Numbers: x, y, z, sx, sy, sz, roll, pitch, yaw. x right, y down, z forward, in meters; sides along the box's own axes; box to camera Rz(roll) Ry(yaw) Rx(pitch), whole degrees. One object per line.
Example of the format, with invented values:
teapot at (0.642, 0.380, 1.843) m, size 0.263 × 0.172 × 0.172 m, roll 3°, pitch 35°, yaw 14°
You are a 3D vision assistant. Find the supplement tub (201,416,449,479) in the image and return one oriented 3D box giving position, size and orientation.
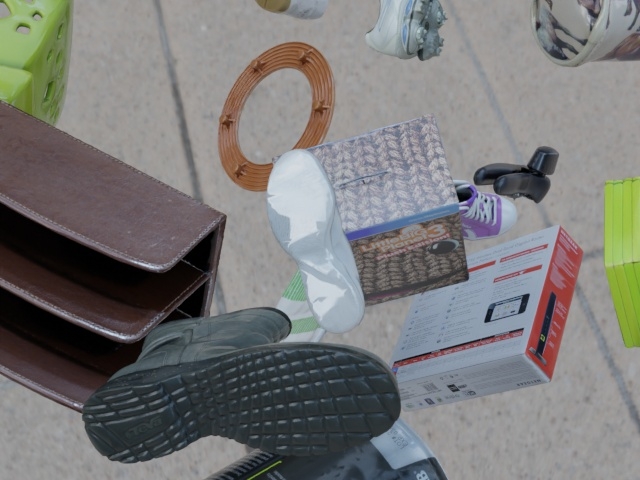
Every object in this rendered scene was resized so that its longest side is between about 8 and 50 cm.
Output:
supplement tub at (-0.045, 0.289, 0.948) m, size 0.316 × 0.194 × 0.193 m, roll -24°, pitch 56°, yaw -28°

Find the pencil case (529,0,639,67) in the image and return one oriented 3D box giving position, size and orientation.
pencil case at (0.454, -0.310, 1.307) m, size 0.410 × 0.160 × 0.184 m, roll -8°, pitch 51°, yaw -20°

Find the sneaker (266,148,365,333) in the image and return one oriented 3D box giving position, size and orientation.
sneaker at (0.000, 0.000, 1.225) m, size 0.080 × 0.094 × 0.212 m, roll -16°, pitch 91°, yaw 16°

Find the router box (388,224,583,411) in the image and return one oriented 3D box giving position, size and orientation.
router box at (0.294, 0.145, 1.953) m, size 0.335 × 0.082 × 0.301 m, roll -21°, pitch 33°, yaw 44°

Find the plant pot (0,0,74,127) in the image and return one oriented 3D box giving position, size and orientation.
plant pot at (-0.438, -0.196, 1.315) m, size 0.227 × 0.228 × 0.207 m, roll 10°, pitch 49°, yaw -8°

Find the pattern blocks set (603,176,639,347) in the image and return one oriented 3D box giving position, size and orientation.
pattern blocks set at (0.203, 0.064, 0.580) m, size 0.026 × 0.285 × 0.325 m, roll -8°, pitch 61°, yaw 28°

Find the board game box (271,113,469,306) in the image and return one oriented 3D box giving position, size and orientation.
board game box at (0.082, -0.026, 1.549) m, size 0.232 × 0.291 × 0.141 m, roll -15°, pitch 65°, yaw 5°

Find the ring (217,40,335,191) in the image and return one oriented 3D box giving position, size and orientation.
ring at (-0.105, -0.267, 2.269) m, size 0.336 × 0.032 × 0.337 m, roll -17°, pitch 63°, yaw 38°

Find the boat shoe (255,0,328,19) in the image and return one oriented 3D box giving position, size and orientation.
boat shoe at (0.001, -0.391, 1.232) m, size 0.096 × 0.277 × 0.098 m, roll 8°, pitch 13°, yaw -44°

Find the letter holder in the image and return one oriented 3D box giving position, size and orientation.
letter holder at (-0.286, 0.015, 1.104) m, size 0.301 × 0.152 × 0.214 m, roll 27°, pitch 40°, yaw 15°

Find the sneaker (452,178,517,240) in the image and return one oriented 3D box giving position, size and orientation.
sneaker at (0.295, -0.062, 2.105) m, size 0.282 × 0.161 × 0.102 m, roll 3°, pitch 79°, yaw -26°

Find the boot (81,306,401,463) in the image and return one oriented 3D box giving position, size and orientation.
boot at (-0.049, 0.089, 0.816) m, size 0.246 × 0.084 × 0.161 m, roll -7°, pitch 20°, yaw 18°

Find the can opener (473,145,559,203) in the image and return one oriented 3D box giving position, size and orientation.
can opener at (0.222, -0.075, 1.248) m, size 0.059 × 0.073 × 0.186 m, roll 18°, pitch 16°, yaw 30°

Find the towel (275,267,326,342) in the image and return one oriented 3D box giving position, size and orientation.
towel at (-0.035, 0.130, 1.888) m, size 0.038 × 0.248 × 0.325 m, roll 41°, pitch 65°, yaw -16°

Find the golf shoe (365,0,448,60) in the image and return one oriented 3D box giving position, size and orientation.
golf shoe at (0.090, -0.266, 1.065) m, size 0.086 × 0.069 × 0.176 m, roll 10°, pitch 79°, yaw 39°
